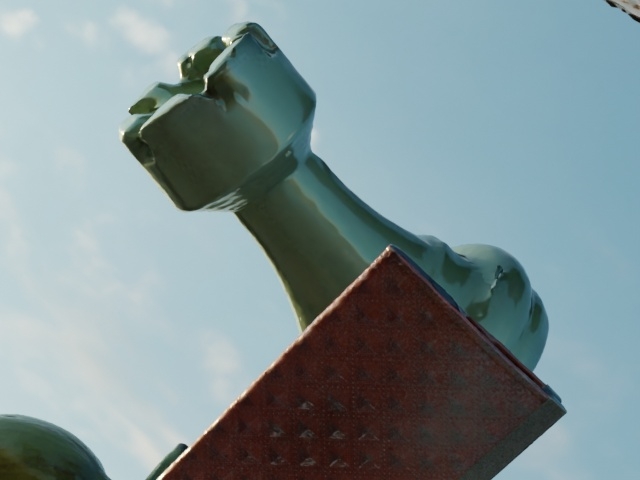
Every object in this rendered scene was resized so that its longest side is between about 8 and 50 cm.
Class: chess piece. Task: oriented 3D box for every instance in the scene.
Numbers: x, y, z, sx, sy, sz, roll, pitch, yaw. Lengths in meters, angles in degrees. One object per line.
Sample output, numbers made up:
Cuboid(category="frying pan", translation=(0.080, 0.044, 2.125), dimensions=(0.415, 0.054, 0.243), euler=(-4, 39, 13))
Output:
Cuboid(category="chess piece", translation=(0.000, 0.000, 1.002), dimensions=(0.299, 0.194, 0.195), euler=(50, -34, -20))

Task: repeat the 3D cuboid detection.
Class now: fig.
Cuboid(category="fig", translation=(-0.227, 0.219, 1.201), dimensions=(0.186, 0.142, 0.148), euler=(11, 2, 25))

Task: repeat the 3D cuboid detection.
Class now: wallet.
Cuboid(category="wallet", translation=(0.000, 0.103, 0.635), dimensions=(0.103, 0.020, 0.196), euler=(42, -74, -8))

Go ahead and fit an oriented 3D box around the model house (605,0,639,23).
Cuboid(category="model house", translation=(0.365, -0.229, 1.107), dimensions=(0.237, 0.202, 0.237), euler=(33, 0, -6))
